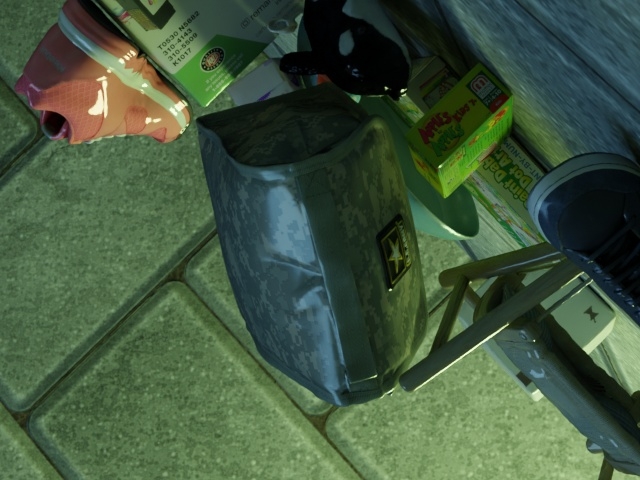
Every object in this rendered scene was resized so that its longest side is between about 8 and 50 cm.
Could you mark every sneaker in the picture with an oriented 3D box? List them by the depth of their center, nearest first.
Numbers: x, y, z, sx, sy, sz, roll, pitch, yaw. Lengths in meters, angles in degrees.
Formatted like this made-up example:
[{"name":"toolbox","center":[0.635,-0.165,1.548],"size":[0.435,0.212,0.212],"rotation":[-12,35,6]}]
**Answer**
[{"name":"sneaker","center":[0.248,0.035,1.211],"size":[0.226,0.086,0.163],"rotation":[32,-159,-46]},{"name":"sneaker","center":[-0.243,-0.159,1.828],"size":[0.116,0.136,0.314],"rotation":[45,179,19]}]

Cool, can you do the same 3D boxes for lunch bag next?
[{"name":"lunch bag","center":[0.000,0.000,1.557],"size":[0.287,0.168,0.235],"rotation":[-129,25,-70]}]

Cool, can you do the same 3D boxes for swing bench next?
[{"name":"swing bench","center":[0.257,0.113,1.497],"size":[0.253,0.254,0.165],"rotation":[47,-142,-18]}]

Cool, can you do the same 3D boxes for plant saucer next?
[{"name":"plant saucer","center":[0.068,-0.125,1.886],"size":[0.317,0.043,0.318],"rotation":[47,-161,-22]}]

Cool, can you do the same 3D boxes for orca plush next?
[{"name":"orca plush","center":[-0.002,-0.205,1.608],"size":[0.151,0.102,0.287],"rotation":[68,176,-45]}]

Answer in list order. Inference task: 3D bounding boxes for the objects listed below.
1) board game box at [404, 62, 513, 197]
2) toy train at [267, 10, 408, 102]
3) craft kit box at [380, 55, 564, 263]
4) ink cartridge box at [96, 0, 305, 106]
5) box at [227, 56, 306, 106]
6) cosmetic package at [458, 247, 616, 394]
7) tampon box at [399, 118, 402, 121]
[{"name":"board game box","center":[0.128,-0.097,1.533],"size":[0.043,0.092,0.181],"rotation":[46,180,9]},{"name":"toy train","center":[0.019,-0.207,1.725],"size":[0.166,0.125,0.046],"rotation":[52,150,40]},{"name":"craft kit box","center":[0.169,-0.085,1.756],"size":[0.247,0.061,0.250],"rotation":[49,180,-6]},{"name":"ink cartridge box","center":[-0.152,-0.309,1.772],"size":[0.278,0.201,0.117],"rotation":[46,179,-44]},{"name":"box","center":[-0.016,-0.171,1.929],"size":[0.063,0.067,0.324],"rotation":[56,-162,3]},{"name":"cosmetic package","center":[0.287,0.107,2.247],"size":[0.151,0.151,0.184],"rotation":[46,179,12]},{"name":"tampon box","center":[0.068,-0.140,2.124],"size":[0.101,0.120,0.161],"rotation":[47,180,-42]}]
